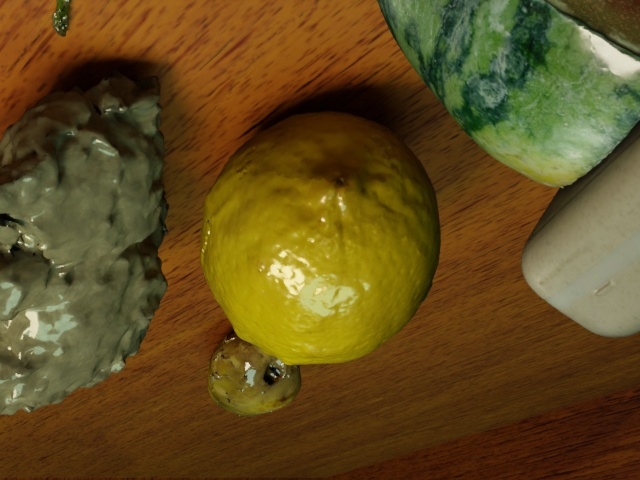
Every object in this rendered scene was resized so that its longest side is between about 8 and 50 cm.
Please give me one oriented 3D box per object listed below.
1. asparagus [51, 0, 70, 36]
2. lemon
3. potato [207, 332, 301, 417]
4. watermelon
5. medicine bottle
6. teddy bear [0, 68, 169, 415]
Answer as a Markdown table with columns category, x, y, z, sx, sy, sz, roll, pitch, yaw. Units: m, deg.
| category | x | y | z | sx | sy | sz | roll | pitch | yaw |
| --- | --- | --- | --- | --- | --- | --- | --- | --- | --- |
| asparagus | -0.194 | -0.195 | 0.630 | 0.015 | 0.014 | 0.114 | 21 | 147 | -19 |
| lemon | 0.000 | -0.001 | 0.836 | 0.260 | 0.261 | 0.284 | -14 | 162 | 13 |
| potato | -0.119 | 0.244 | 1.468 | 0.172 | 0.140 | 0.300 | 1 | 156 | -5 |
| watermelon | 0.154 | -0.184 | 0.586 | 0.201 | 0.262 | 0.213 | -37 | 166 | -16 |
| medicine bottle | 0.304 | -0.105 | 0.607 | 0.123 | 0.375 | 0.282 | 38 | 152 | 7 |
| teddy bear | -0.262 | -0.009 | 0.794 | 0.357 | 0.224 | 0.368 | -36 | 151 | -61 |
